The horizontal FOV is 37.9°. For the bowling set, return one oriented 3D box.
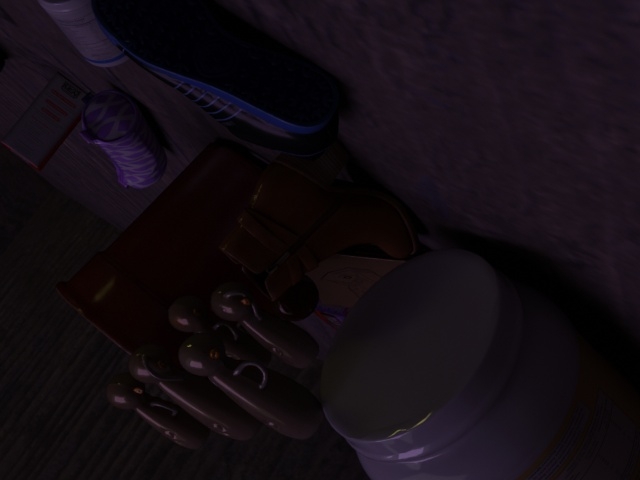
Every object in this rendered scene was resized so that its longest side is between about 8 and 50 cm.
[{"bbox_3d":[-0.102,0.098,0.965,0.154,0.199,0.287,37,145,-24],"label":"bowling set"}]

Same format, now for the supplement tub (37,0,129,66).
[{"bbox_3d":[-0.214,-0.217,0.868,0.071,0.071,0.107,31,168,23],"label":"supplement tub"}]

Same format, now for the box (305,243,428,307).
[{"bbox_3d":[0.058,0.045,1.109,0.165,0.021,0.201,5,160,16],"label":"box"}]

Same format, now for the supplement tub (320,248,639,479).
[{"bbox_3d":[0.182,0.184,0.908,0.331,0.241,0.241,42,168,-29],"label":"supplement tub"}]

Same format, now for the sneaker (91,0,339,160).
[{"bbox_3d":[-0.089,-0.139,0.783,0.232,0.081,0.090,33,162,10],"label":"sneaker"}]

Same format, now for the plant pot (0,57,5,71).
[{"bbox_3d":[-0.787,-0.321,1.584,0.334,0.341,0.341,50,164,-27],"label":"plant pot"}]

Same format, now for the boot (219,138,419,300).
[{"bbox_3d":[0.000,0.000,0.913,0.197,0.152,0.073,42,167,-32],"label":"boot"}]

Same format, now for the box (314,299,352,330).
[{"bbox_3d":[0.131,0.184,1.552,0.293,0.057,0.201,39,168,-16],"label":"box"}]

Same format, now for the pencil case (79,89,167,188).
[{"bbox_3d":[-0.283,-0.142,1.359,0.086,0.088,0.206,35,170,14],"label":"pencil case"}]

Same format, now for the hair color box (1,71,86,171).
[{"bbox_3d":[-0.429,-0.186,1.470,0.072,0.141,0.043,37,170,-6],"label":"hair color box"}]

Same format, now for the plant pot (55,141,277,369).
[{"bbox_3d":[-0.142,0.037,1.183,0.272,0.265,0.272,37,172,6],"label":"plant pot"}]
